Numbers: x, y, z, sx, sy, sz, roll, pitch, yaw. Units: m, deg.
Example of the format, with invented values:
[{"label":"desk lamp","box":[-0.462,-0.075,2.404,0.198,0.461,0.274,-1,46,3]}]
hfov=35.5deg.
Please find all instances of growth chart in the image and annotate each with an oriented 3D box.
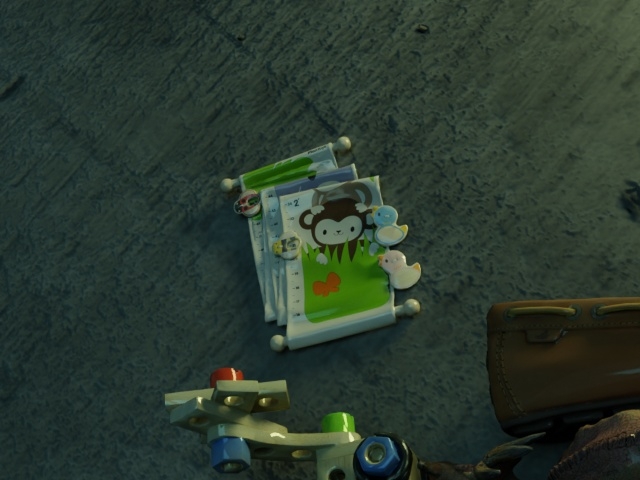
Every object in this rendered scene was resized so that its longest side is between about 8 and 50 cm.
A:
[{"label":"growth chart","box":[0.000,0.000,1.002,0.172,0.021,0.237,-24,56,9]}]

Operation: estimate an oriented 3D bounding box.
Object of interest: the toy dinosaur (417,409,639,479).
[{"label":"toy dinosaur","box":[0.200,0.169,0.697,0.200,0.295,0.127,28,42,-7]}]

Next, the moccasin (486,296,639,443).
[{"label":"moccasin","box":[0.315,0.062,0.768,0.380,0.139,0.146,-14,66,27]}]

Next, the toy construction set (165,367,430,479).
[{"label":"toy construction set","box":[-0.016,0.256,0.798,0.215,0.151,0.327,-17,68,15]}]
